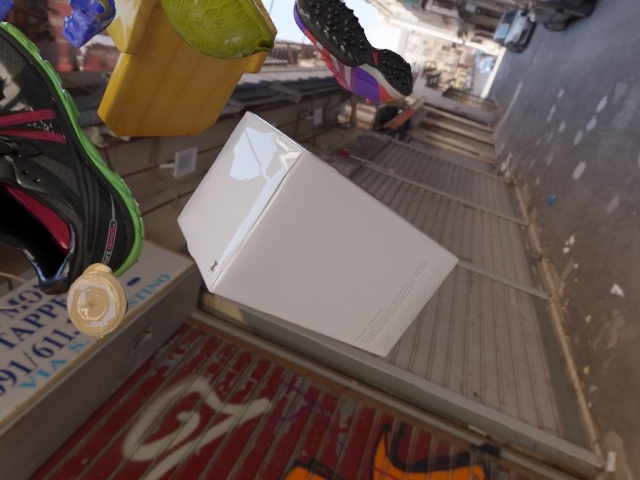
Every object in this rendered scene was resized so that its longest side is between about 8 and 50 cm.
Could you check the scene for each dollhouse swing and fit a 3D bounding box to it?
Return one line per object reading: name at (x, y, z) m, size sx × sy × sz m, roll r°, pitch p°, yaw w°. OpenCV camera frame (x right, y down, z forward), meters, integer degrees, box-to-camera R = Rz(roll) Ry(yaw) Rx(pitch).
dollhouse swing at (-0.325, -0.430, 0.929) m, size 0.305 × 0.315 × 0.347 m, roll -31°, pitch -5°, yaw 35°

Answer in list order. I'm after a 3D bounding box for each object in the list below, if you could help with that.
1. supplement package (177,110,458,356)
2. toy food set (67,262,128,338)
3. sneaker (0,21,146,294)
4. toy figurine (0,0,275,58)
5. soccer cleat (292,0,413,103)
supplement package at (0.000, 0.000, 0.585) m, size 0.293 × 0.177 × 0.175 m, roll 29°, pitch -79°, yaw -38°
toy food set at (-0.275, 0.077, 0.554) m, size 0.082 × 0.083 × 0.020 m, roll -48°, pitch -8°, yaw 5°
sneaker at (-0.443, -0.131, 0.617) m, size 0.185 × 0.482 × 0.202 m, roll -30°, pitch 14°, yaw 25°
toy figurine at (-0.221, -0.217, 0.319) m, size 0.217 × 0.191 × 0.362 m, roll -55°, pitch -40°, yaw -11°
soccer cleat at (0.049, -0.342, 0.847) m, size 0.318 × 0.116 × 0.108 m, roll 15°, pitch -108°, yaw -46°
